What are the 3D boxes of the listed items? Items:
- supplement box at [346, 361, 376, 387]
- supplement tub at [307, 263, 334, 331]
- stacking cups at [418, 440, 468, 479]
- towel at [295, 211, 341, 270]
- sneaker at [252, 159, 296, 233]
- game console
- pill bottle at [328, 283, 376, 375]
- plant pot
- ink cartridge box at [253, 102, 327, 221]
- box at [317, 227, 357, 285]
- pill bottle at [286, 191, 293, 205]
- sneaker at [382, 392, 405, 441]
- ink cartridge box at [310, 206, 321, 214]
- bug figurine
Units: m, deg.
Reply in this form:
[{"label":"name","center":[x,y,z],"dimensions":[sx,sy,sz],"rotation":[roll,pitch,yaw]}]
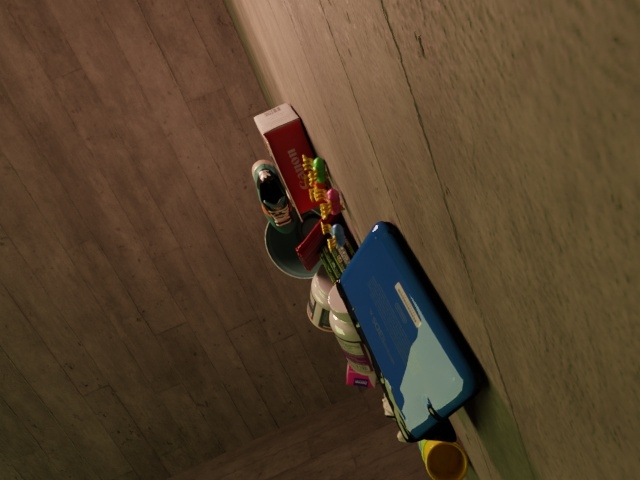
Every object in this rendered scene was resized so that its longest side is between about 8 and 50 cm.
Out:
[{"label":"supplement box","center":[0.163,0.422,1.760],"dimensions":[0.114,0.111,0.220],"rotation":[-59,-26,-83]},{"label":"supplement tub","center":[0.054,0.208,1.756],"dimensions":[0.272,0.191,0.191],"rotation":[102,149,-55]},{"label":"stacking cups","center":[0.279,0.499,1.184],"dimensions":[0.316,0.096,0.096],"rotation":[83,163,-86]},{"label":"towel","center":[0.000,0.000,1.557],"dimensions":[0.031,0.199,0.275],"rotation":[37,171,12]},{"label":"sneaker","center":[-0.155,-0.123,1.616],"dimensions":[0.121,0.108,0.302],"rotation":[-111,-1,-51]},{"label":"game console","center":[0.160,0.151,0.760],"dimensions":[0.250,0.173,0.293],"rotation":[-60,42,39]},{"label":"pill bottle","center":[0.122,0.249,1.369],"dimensions":[0.169,0.169,0.301],"rotation":[-116,3,-49]},{"label":"plant pot","center":[-0.048,-0.018,1.871],"dimensions":[0.293,0.293,0.196],"rotation":[66,-155,-8]},{"label":"ink cartridge box","center":[-0.084,-0.256,1.544],"dimensions":[0.272,0.130,0.309],"rotation":[-116,2,-57]},{"label":"box","center":[0.073,0.081,1.463],"dimensions":[0.191,0.045,0.184],"rotation":[62,156,13]},{"label":"pill bottle","center":[-0.071,-0.201,1.898],"dimensions":[0.229,0.131,0.131],"rotation":[72,174,-74]},{"label":"sneaker","center":[0.238,0.466,1.437],"dimensions":[0.111,0.129,0.297],"rotation":[65,-179,-52]},{"label":"ink cartridge box","center":[-0.047,-0.052,2.069],"dimensions":[0.115,0.198,0.273],"rotation":[69,178,-83]},{"label":"bug figurine","center":[0.017,-0.115,1.332],"dimensions":[0.216,0.072,0.279],"rotation":[80,172,-57]}]
